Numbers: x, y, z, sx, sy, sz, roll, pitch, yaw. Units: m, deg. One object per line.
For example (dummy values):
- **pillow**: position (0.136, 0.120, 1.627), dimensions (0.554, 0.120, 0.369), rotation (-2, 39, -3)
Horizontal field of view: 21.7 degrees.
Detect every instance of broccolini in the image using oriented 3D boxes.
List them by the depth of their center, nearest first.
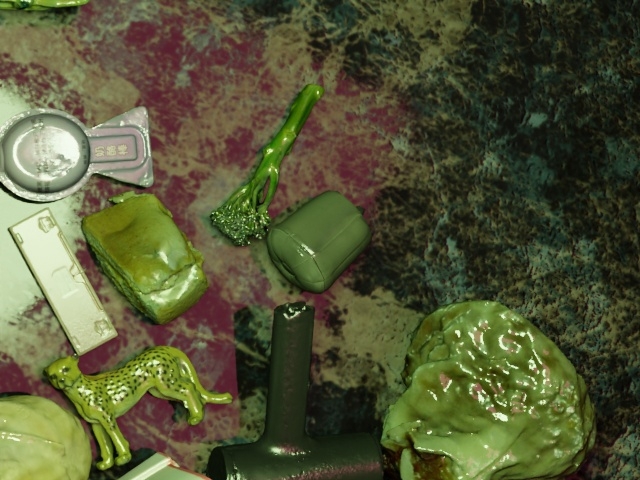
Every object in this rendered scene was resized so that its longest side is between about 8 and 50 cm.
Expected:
- **broccolini**: position (-0.049, -0.093, 1.942), dimensions (0.067, 0.058, 0.216), rotation (34, 78, -9)

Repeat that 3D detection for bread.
- **bread**: position (-0.191, 0.017, 1.870), dimensions (0.103, 0.110, 0.156), rotation (-39, 97, -9)

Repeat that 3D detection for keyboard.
- **keyboard**: position (-0.288, 0.045, 1.885), dimensions (0.055, 0.017, 0.166), rotation (-29, 95, -11)

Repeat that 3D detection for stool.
- **stool**: position (0.000, 0.000, 1.933), dimensions (0.110, 0.096, 0.096), rotation (-40, 98, -20)

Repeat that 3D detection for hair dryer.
- **hair dryer**: position (-0.027, 0.192, 1.889), dimensions (0.197, 0.089, 0.251), rotation (-3, 106, -17)

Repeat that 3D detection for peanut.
- **peanut**: position (-0.401, 0.278, 1.765), dimensions (0.340, 0.174, 0.158), rotation (-23, 138, -13)

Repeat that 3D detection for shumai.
- **shumai**: position (0.178, 0.212, 1.924), dimensions (0.218, 0.189, 0.256), rotation (-43, 93, -18)

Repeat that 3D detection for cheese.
- **cheese**: position (-0.283, -0.098, 1.881), dimensions (0.191, 0.042, 0.105), rotation (-4, 89, -17)

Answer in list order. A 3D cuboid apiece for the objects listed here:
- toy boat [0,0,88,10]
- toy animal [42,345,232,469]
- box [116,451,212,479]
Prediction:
- **toy boat**: position (-0.383, -0.316, 1.847), dimensions (0.276, 0.084, 0.111), rotation (7, 88, -13)
- **toy animal**: position (-0.203, 0.164, 1.876), dimensions (0.181, 0.073, 0.136), rotation (-26, 93, -18)
- **box**: position (-0.186, 0.439, 1.743), dimensions (0.312, 0.300, 0.314), rotation (-33, 96, -15)
